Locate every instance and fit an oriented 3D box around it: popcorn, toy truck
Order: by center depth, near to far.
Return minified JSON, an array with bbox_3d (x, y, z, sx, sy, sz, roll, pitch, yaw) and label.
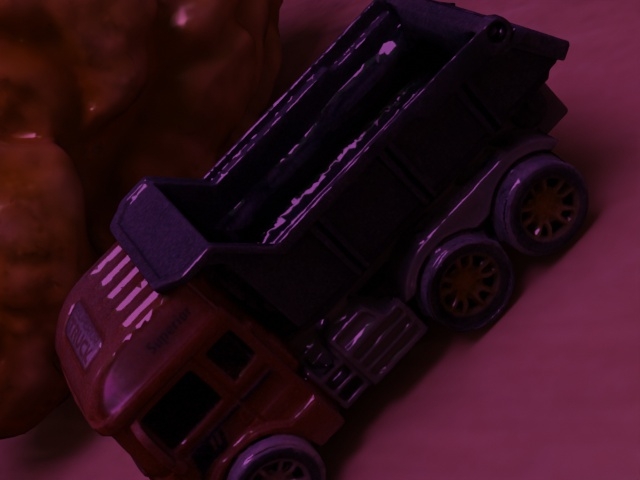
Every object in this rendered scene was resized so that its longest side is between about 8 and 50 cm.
[{"bbox_3d":[0.000,0.000,0.392,0.192,0.092,0.083,-46,30,-2],"label":"toy truck"},{"bbox_3d":[-0.157,-0.068,0.564,0.265,0.225,0.332,-13,54,36],"label":"popcorn"}]
